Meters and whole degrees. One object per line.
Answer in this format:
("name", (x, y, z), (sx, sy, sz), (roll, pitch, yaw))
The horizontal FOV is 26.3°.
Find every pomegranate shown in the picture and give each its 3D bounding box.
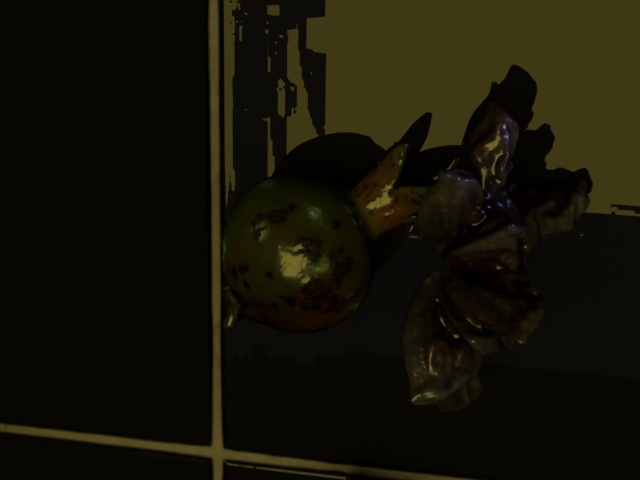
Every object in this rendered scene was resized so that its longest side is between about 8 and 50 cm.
("pomegranate", (0.012, 0.006, 1.220), (0.220, 0.156, 0.156), (-10, 104, 7))

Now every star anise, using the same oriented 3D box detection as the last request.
("star anise", (0.139, 0.028, 1.161), (0.129, 0.212, 0.283), (20, 109, 14))

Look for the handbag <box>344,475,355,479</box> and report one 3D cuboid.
("handbag", (0.046, 0.337, 1.298), (0.116, 0.179, 0.205), (16, 111, 2))
